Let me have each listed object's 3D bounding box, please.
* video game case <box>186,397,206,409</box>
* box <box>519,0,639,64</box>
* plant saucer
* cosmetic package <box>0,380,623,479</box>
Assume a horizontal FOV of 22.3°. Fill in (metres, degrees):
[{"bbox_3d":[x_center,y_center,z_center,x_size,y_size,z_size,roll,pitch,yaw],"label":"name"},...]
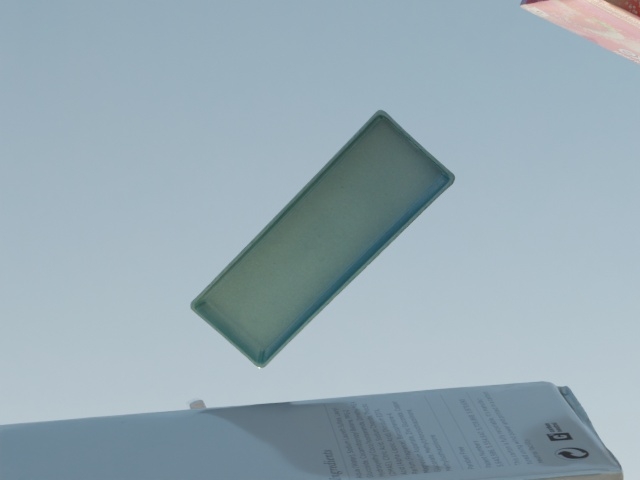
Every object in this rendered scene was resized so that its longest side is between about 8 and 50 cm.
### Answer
[{"bbox_3d":[-0.112,0.247,1.758,0.019,0.157,0.143,-19,-2,-7],"label":"video game case"},{"bbox_3d":[0.307,-0.193,1.278,0.256,0.128,0.123,22,-94,-19],"label":"box"},{"bbox_3d":[0.000,0.000,1.058,0.067,0.018,0.192,42,-70,-8],"label":"plant saucer"},{"bbox_3d":[-0.032,0.213,0.922,0.385,0.156,0.217,-2,-76,-5],"label":"cosmetic package"}]
